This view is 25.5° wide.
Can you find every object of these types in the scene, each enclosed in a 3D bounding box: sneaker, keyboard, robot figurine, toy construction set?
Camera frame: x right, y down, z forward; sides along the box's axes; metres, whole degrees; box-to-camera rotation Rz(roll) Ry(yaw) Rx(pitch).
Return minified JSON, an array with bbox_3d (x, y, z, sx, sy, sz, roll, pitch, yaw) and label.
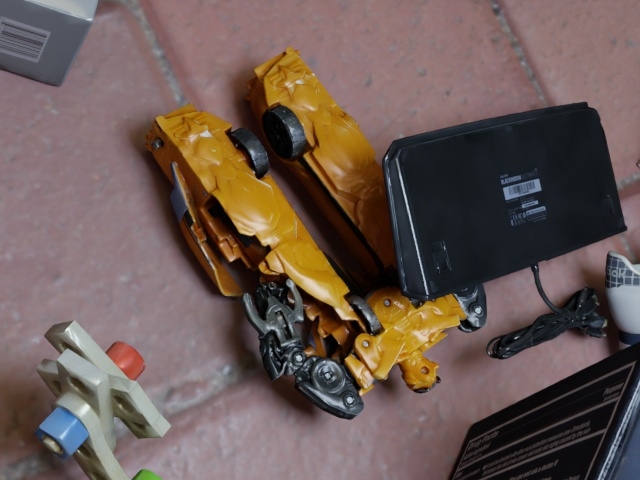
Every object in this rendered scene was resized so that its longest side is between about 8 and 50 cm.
[{"bbox_3d":[0.356,0.027,1.195,0.235,0.090,0.095,-16,97,-7],"label":"sneaker"},{"bbox_3d":[0.161,-0.001,1.145,0.317,0.033,0.202,-15,92,-49],"label":"keyboard"},{"bbox_3d":[0.000,0.000,1.121,0.211,0.085,0.291,-31,84,-27],"label":"robot figurine"},{"bbox_3d":[-0.209,0.220,0.938,0.215,0.151,0.328,42,74,-2],"label":"toy construction set"}]

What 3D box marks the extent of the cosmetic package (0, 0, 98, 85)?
[{"bbox_3d":[-0.207,-0.258,1.111,0.107,0.127,0.238,15,65,-16],"label":"cosmetic package"}]

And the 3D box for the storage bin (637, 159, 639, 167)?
[{"bbox_3d":[0.465,-0.135,1.249,0.262,0.260,0.123,-41,93,-28],"label":"storage bin"}]

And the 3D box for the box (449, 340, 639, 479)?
[{"bbox_3d":[0.179,0.259,0.977,0.182,0.296,0.294,33,64,-7],"label":"box"}]
